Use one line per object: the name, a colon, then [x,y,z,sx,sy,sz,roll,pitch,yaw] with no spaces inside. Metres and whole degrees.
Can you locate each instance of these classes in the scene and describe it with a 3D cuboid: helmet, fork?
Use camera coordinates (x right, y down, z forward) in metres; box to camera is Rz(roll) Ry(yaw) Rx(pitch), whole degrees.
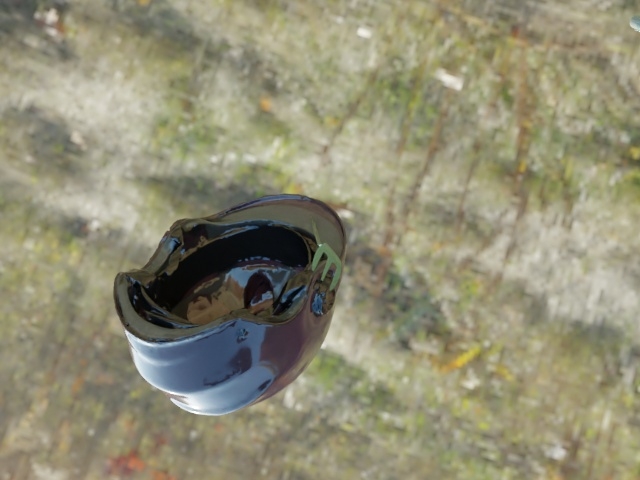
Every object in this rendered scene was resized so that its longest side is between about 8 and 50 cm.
helmet: [-0.106,0.098,1.893,0.271,0.338,0.197,14,126,34]
fork: [0.002,-0.001,1.533,0.039,0.021,0.235,53,-172,-15]

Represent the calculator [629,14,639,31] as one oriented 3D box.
calculator: [0.374,-0.211,1.465,0.095,0.021,0.153,9,-170,-17]
